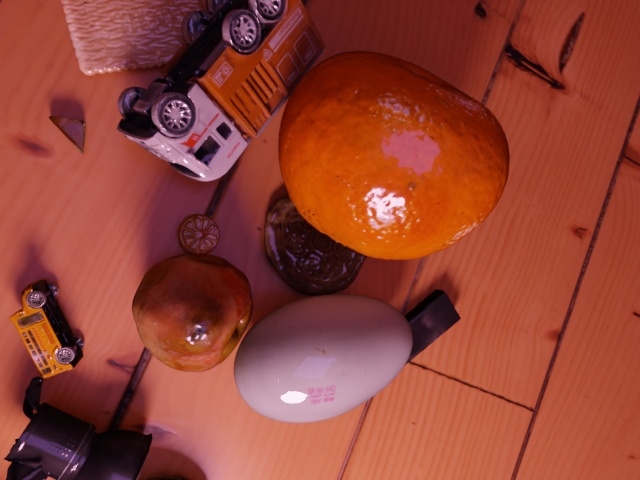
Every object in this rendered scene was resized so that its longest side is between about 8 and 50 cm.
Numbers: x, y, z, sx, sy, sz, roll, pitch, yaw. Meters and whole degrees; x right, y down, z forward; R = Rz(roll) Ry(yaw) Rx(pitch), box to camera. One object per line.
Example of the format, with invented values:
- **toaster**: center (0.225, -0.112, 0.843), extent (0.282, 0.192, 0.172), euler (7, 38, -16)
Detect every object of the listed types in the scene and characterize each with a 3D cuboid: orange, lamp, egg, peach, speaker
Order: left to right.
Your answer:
- **lamp**: center (-0.429, 0.363, 0.788), extent (0.227, 0.147, 0.172), euler (33, 46, -17)
- **peach**: center (-0.224, 0.130, 0.820), extent (0.214, 0.235, 0.214), euler (-1, 94, -10)
- **egg**: center (0.015, 0.218, 0.906), extent (0.370, 0.230, 0.230), euler (-12, 95, -23)
- **orange**: center (0.125, -0.150, 0.864), extent (0.423, 0.424, 0.326), euler (15, 118, -19)
- **speaker**: center (0.218, 0.209, 1.075), extent (0.218, 0.044, 0.082), euler (-34, 101, -16)

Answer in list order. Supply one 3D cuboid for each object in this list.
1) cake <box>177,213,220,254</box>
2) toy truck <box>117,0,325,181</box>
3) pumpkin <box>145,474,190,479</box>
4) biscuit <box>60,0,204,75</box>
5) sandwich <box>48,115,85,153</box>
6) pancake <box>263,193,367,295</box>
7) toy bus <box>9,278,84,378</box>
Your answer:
- **cake**: center (-0.238, -0.011, 0.910), extent (0.084, 0.044, 0.084), euler (-1, 92, -21)
- **toy truck**: center (-0.171, -0.290, 0.855), extent (0.388, 0.173, 0.207), euler (-55, 136, -11)
- **pumpkin**: center (-0.305, 0.615, 0.802), extent (0.242, 0.232, 0.325), euler (35, 83, -19)
- **biscuit**: center (-0.337, -0.402, 0.877), extent (0.249, 0.030, 0.160), euler (-16, 96, -19)
- **sandwich**: center (-0.445, -0.201, 0.841), extent (0.044, 0.031, 0.083), euler (-44, 106, -10)
- **pancake**: center (0.000, 0.000, 1.002), extent (0.250, 0.031, 0.250), euler (0, 90, -23)
- **toy bus**: center (-0.480, 0.152, 0.813), extent (0.074, 0.069, 0.162), euler (-22, 100, -8)
